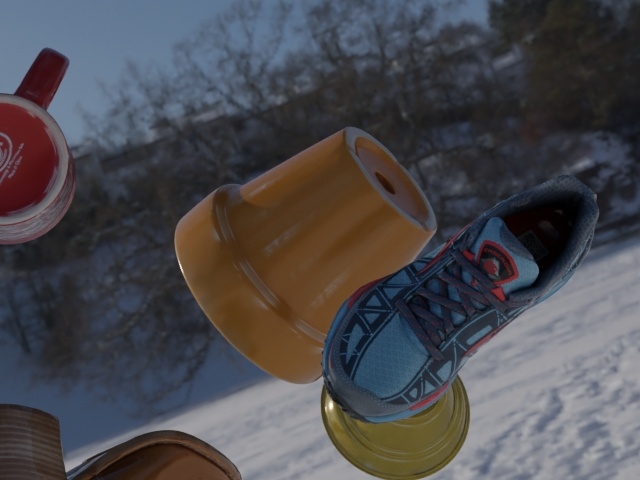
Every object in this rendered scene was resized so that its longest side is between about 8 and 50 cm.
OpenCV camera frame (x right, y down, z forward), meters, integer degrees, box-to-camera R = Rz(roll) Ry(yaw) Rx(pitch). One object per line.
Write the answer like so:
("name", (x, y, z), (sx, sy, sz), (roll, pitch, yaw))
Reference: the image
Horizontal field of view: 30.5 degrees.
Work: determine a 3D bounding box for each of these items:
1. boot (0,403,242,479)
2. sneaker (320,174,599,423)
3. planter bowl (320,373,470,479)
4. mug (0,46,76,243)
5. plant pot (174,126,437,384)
("boot", (-0.154, 0.253, 0.889), (0.109, 0.220, 0.283), (-28, -33, 23))
("sneaker", (0.106, 0.030, 0.876), (0.262, 0.104, 0.125), (-38, -12, -24))
("planter bowl", (0.112, 0.217, 1.635), (0.217, 0.217, 0.090), (-21, -23, -18))
("mug", (-0.239, -0.072, 0.877), (0.113, 0.150, 0.169), (-4, 1, -13))
("plant pot", (0.000, 0.000, 1.112), (0.188, 0.205, 0.205), (-40, -9, 20))
